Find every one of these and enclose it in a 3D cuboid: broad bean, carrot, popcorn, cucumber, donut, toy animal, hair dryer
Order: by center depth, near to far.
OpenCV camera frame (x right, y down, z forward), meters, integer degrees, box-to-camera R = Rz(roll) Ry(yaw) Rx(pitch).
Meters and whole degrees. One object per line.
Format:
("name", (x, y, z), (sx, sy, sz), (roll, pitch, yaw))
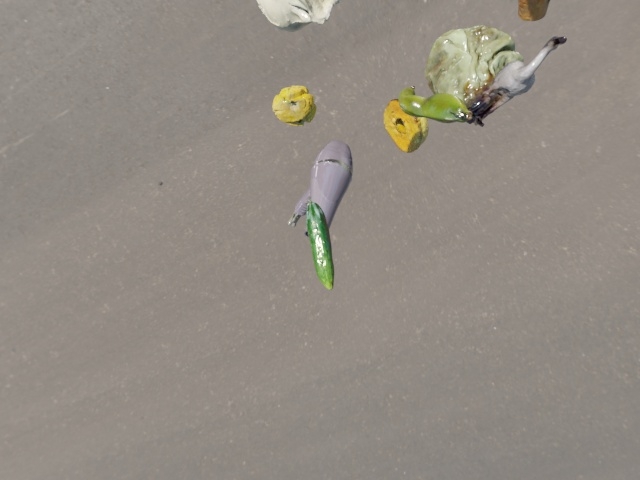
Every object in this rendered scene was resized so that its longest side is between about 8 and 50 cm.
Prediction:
("cucumber", (0.000, 0.000, 0.744), (0.039, 0.039, 0.168), (-14, 76, 13))
("broad bean", (0.235, -0.279, 0.916), (0.070, 0.213, 0.048), (-43, 135, -5))
("toy animal", (0.521, -0.428, 1.175), (0.090, 0.195, 0.324), (40, 136, -7))
("hair dryer", (-0.025, -0.102, 1.331), (0.120, 0.302, 0.361), (22, 154, -14))
("donut", (0.283, -0.379, 1.438), (0.065, 0.162, 0.179), (-28, 87, -24))
("carrot", (0.719, -0.880, 1.457), (0.138, 0.302, 0.139), (-5, 64, 10))
("popcorn", (-0.098, -0.513, 1.675), (0.167, 0.152, 0.149), (12, 114, -1))

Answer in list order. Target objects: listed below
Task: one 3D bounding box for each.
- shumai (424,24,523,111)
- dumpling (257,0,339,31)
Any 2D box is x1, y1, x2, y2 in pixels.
("shumai", (0.499, -0.547, 1.476), (0.303, 0.264, 0.309), (36, 131, -11))
("dumpling", (-0.042, -0.427, 0.755), (0.188, 0.127, 0.108), (42, 148, 20))
